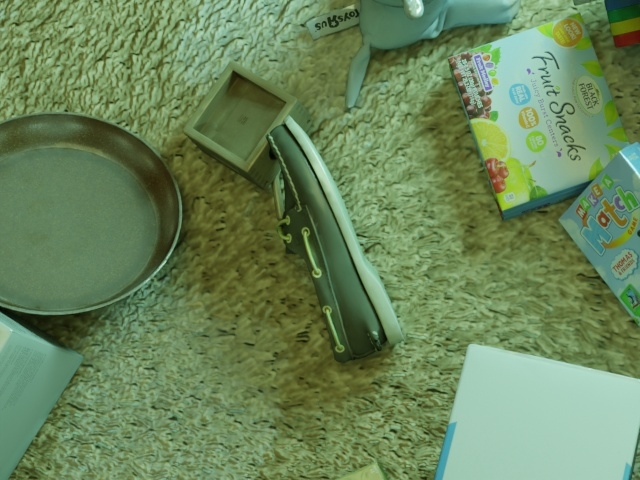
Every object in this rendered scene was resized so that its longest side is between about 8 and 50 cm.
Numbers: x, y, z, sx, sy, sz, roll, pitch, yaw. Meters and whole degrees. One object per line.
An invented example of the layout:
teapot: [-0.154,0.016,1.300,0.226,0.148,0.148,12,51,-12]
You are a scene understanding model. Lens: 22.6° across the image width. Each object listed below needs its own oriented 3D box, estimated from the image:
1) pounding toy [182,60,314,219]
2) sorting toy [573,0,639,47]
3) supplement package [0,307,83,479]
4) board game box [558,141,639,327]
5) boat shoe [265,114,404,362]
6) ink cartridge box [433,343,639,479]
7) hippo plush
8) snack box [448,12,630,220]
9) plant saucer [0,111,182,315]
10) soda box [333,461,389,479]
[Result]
pounding toy: [-0.079,-0.124,2.000,0.141,0.100,0.130,32,85,24]
sorting toy: [0.456,-0.291,1.847,0.257,0.255,0.089,-16,96,-9]
supplement package: [-0.449,0.159,1.902,0.198,0.263,0.199,31,86,13]
board game box: [0.385,0.013,1.863,0.039,0.160,0.211,-26,73,-32]
boat shoe: [0.000,0.000,1.923,0.091,0.109,0.305,-25,94,3]
ink cartridge box: [0.238,0.267,1.756,0.197,0.270,0.198,12,68,12]
hippo plush: [0.099,-0.353,1.934,0.294,0.236,0.234,-27,76,3]
snack box: [0.270,-0.151,1.954,0.174,0.070,0.207,-18,78,4]
plant saucer: [-0.328,-0.027,1.977,0.310,0.050,0.311,5,54,-6]
soda box: [0.078,0.357,1.890,0.061,0.058,0.181,-24,77,4]
